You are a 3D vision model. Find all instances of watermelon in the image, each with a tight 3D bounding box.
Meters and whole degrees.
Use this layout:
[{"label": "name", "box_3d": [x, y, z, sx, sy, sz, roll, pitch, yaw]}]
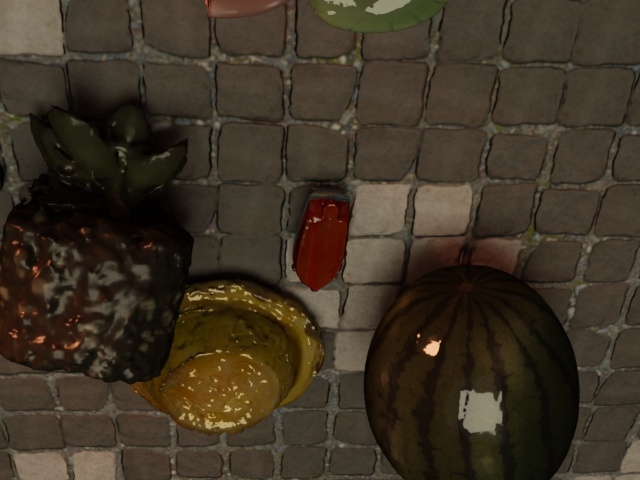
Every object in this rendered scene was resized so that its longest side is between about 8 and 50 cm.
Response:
[{"label": "watermelon", "box_3d": [0.198, 0.204, 1.137, 0.279, 0.278, 0.359, -12, 126, 5]}]

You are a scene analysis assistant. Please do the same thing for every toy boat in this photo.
[{"label": "toy boat", "box_3d": [0.000, 0.000, 1.109, 0.069, 0.058, 0.172, 4, 133, -6]}]

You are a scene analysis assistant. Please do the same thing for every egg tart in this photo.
[{"label": "egg tart", "box_3d": [-0.134, 0.176, 1.197, 0.288, 0.118, 0.288, -4, 125, -6]}]

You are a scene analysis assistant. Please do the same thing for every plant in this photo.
[{"label": "plant", "box_3d": [-0.255, -0.003, 1.005, 0.215, 0.213, 0.312, 8, 89, -10]}]

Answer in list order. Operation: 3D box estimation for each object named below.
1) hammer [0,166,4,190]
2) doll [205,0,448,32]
[{"label": "hammer", "box_3d": [-0.493, -0.003, 1.084, 0.288, 0.033, 0.111, -37, 121, 20]}, {"label": "doll", "box_3d": [0.021, -0.305, 0.791, 0.269, 0.216, 0.284, -4, 138, -8]}]
